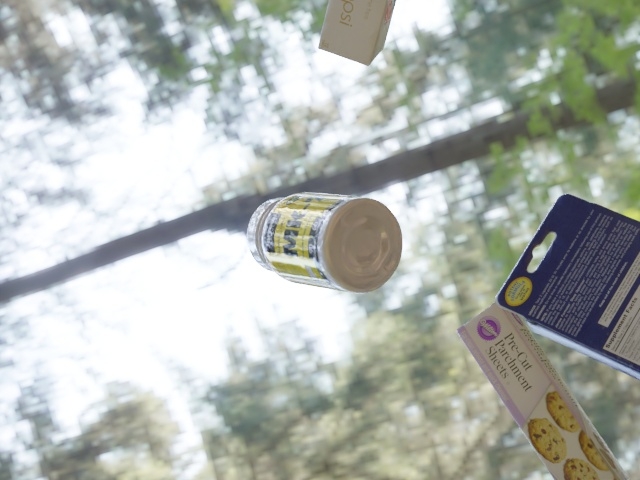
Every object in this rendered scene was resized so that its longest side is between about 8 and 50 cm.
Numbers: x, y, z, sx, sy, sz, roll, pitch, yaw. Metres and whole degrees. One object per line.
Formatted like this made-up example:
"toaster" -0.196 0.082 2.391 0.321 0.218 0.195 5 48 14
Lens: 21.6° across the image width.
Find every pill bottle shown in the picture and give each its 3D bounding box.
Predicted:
"pill bottle" 0.000 0.000 2.106 0.119 0.208 0.119 -2 -86 -32

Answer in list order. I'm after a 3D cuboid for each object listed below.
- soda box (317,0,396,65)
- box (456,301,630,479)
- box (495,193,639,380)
"soda box" 0.061 -0.332 2.073 0.069 0.074 0.216 -53 -19 -59
"box" 0.272 0.217 1.901 0.324 0.067 0.063 58 -164 16
"box" 0.288 0.051 1.557 0.136 0.225 0.036 -57 -34 -11
